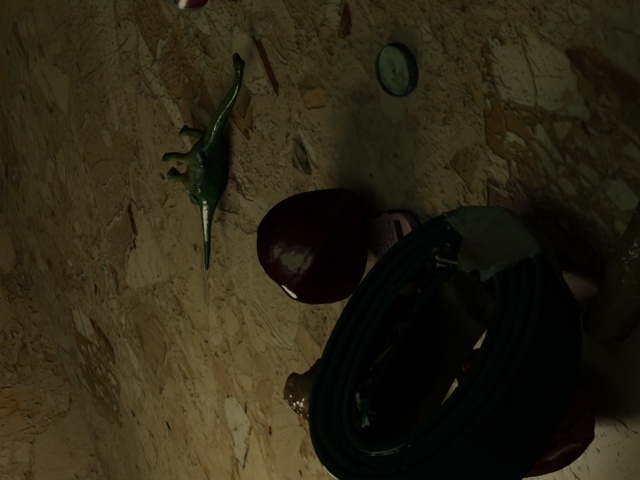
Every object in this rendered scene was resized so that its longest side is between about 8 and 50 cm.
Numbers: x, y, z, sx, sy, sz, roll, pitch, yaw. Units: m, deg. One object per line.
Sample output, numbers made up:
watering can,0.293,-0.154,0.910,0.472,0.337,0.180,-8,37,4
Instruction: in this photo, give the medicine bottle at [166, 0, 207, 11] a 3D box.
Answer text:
medicine bottle,-0.221,-0.516,1.949,0.090,0.090,0.216,57,144,20

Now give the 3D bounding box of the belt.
belt,0.170,0.161,1.427,0.300,0.436,0.173,9,153,40

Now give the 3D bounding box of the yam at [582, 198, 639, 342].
yam,0.399,0.007,1.335,0.066,0.066,0.299,45,140,34

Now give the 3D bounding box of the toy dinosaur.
toy dinosaur,-0.193,-0.144,2.128,0.301,0.087,0.446,7,114,47

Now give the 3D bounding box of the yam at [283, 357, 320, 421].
yam,0.051,0.307,1.951,0.238,0.128,0.129,23,91,43

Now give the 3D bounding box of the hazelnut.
hazelnut,0.000,0.000,1.823,0.208,0.208,0.208,31,131,45

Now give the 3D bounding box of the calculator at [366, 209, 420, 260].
calculator,0.128,0.000,1.769,0.166,0.024,0.103,-1,105,58

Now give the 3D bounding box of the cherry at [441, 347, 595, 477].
cherry,0.284,0.245,1.521,0.250,0.192,0.175,8,142,52

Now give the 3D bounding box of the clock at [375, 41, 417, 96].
clock,0.115,-0.260,1.656,0.085,0.017,0.085,32,131,45
